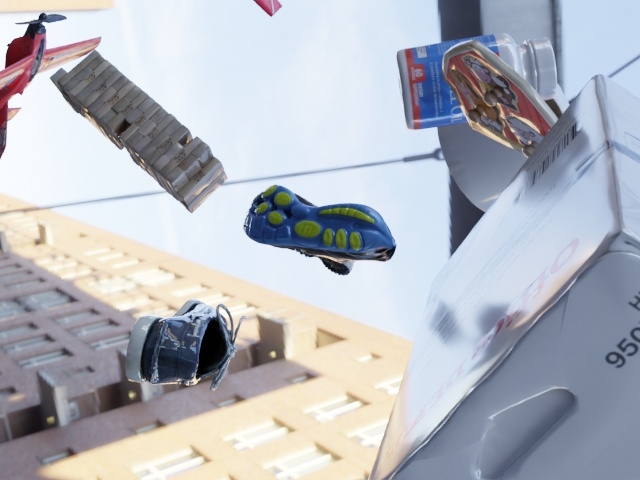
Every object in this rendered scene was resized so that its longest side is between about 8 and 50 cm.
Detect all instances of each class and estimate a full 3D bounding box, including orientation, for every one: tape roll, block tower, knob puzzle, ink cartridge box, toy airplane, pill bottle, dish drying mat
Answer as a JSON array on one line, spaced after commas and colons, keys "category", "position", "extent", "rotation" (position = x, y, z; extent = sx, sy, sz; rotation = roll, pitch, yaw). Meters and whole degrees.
[{"category": "tape roll", "position": [0.353, -0.190, 1.550], "extent": [0.169, 0.246, 0.246], "rotation": [-23, -99, 38]}, {"category": "block tower", "position": [-0.308, -0.192, 1.423], "extent": [0.335, 0.097, 0.091], "rotation": [38, -16, 20]}, {"category": "knob puzzle", "position": [0.208, -0.164, 1.014], "extent": [0.213, 0.030, 0.213], "rotation": [44, -6, 6]}, {"category": "ink cartridge box", "position": [0.201, 0.065, 0.675], "extent": [0.166, 0.395, 0.285], "rotation": [34, -62, 0]}, {"category": "toy airplane", "position": [-0.230, -0.116, 0.632], "extent": [0.028, 0.151, 0.151], "rotation": [43, -39, 2]}, {"category": "pill bottle", "position": [0.227, -0.238, 1.241], "extent": [0.124, 0.221, 0.124], "rotation": [-9, 90, -84]}, {"category": "dish drying mat", "position": [-0.086, -0.329, 1.097], "extent": [0.083, 0.032, 0.008], "rotation": [45, -35, -12]}]

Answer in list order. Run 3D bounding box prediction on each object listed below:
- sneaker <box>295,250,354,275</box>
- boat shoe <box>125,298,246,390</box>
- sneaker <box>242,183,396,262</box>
[{"category": "sneaker", "position": [0.000, 0.000, 1.325], "extent": [0.135, 0.058, 0.052], "rotation": [34, -33, 5]}, {"category": "boat shoe", "position": [-0.133, 0.112, 0.915], "extent": [0.254, 0.079, 0.095], "rotation": [45, 57, -81]}, {"category": "sneaker", "position": [-0.005, -0.008, 0.855], "extent": [0.188, 0.078, 0.067], "rotation": [12, -109, 38]}]
